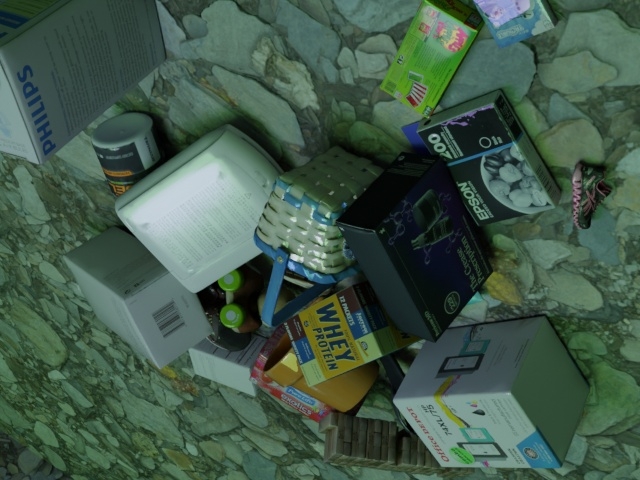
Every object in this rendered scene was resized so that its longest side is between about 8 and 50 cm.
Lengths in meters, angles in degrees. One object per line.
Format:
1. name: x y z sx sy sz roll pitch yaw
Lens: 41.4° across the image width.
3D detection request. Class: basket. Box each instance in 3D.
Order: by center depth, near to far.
1. basket: 0.000 0.000 1.507 0.201 0.254 0.289 35 135 21

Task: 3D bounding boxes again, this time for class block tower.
1. block tower: 0.164 0.448 1.832 0.335 0.097 0.091 13 152 -14

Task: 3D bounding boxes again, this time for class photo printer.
1. photo printer: -0.204 -0.065 1.637 0.307 0.107 0.256 -32 114 22

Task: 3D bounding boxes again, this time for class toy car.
1. toy car: -0.103 0.117 1.788 0.188 0.155 0.149 -5 85 10

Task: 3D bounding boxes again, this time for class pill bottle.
1. pill bottle: -0.371 -0.129 1.745 0.130 0.130 0.246 11 135 28

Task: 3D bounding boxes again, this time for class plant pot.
1. plant pot: 0.015 0.254 1.783 0.188 0.205 0.205 39 141 -6

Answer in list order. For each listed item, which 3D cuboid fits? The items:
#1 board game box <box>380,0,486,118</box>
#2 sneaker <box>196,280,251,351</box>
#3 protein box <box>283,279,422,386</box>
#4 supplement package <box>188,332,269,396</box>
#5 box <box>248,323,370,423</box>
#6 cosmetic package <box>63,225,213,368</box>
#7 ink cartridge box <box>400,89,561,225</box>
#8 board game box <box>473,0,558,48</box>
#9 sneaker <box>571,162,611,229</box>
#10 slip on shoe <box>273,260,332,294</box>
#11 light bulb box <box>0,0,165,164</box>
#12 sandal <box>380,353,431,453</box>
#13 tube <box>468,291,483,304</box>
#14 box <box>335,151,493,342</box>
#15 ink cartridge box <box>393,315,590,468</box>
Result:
1. board game box: 0.166 -0.279 1.274 0.092 0.043 0.181 32 141 4
2. sneaker: -0.226 0.143 1.902 0.281 0.106 0.162 53 151 -19
3. protein box: 0.080 0.160 1.588 0.201 0.199 0.136 -31 78 41
4. supplement package: -0.213 0.283 2.052 0.179 0.105 0.105 16 136 24
5. box: -0.019 0.312 1.924 0.256 0.123 0.128 31 139 7
6. cosmetic package: -0.417 0.118 1.901 0.365 0.155 0.197 25 142 51
7. ink cartridge box: 0.250 -0.120 1.370 0.208 0.045 0.206 -15 118 46
8. board game box: 0.269 -0.322 1.177 0.090 0.020 0.090 -15 120 44
9. sneaker: 0.419 -0.065 1.306 0.057 0.047 0.119 2 131 20
10. slip on shoe: -0.037 0.076 1.770 0.135 0.051 0.041 19 150 11
11. light bulb box: -0.526 -0.350 1.461 0.357 0.361 0.225 17 136 23
12. sandal: 0.173 0.332 1.755 0.255 0.054 0.097 61 -175 31
13. tube: 0.213 0.114 1.624 0.080 0.052 0.207 51 136 -10
14. box: 0.164 0.012 1.420 0.103 0.184 0.261 18 147 50
15. ink cartridge box: 0.322 0.291 1.598 0.270 0.197 0.198 -15 119 45
